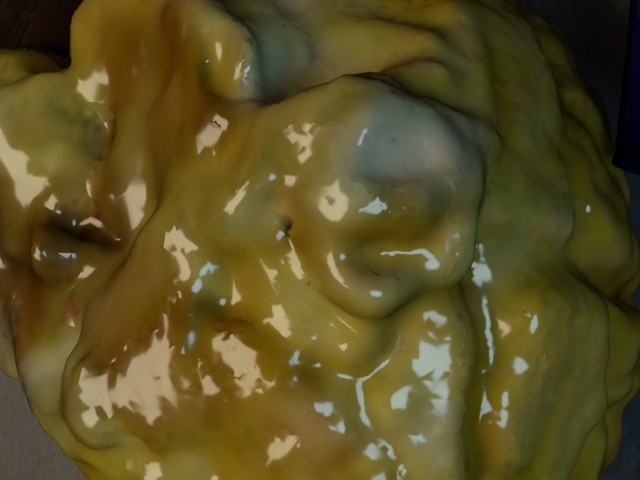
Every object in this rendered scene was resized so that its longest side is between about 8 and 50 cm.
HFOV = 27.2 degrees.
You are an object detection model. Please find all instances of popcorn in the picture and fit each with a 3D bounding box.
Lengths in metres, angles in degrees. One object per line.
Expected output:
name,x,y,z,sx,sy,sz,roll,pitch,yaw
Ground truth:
popcorn,0.014,0.014,0.700,0.344,0.354,0.390,10,146,54

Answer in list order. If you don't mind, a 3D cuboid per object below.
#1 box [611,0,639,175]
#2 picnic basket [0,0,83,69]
box,0.253,-0.125,0.486,0.279,0.116,0.261,24,117,51
picnic basket,-0.192,-0.151,1.124,0.297,0.222,0.129,-10,67,58
